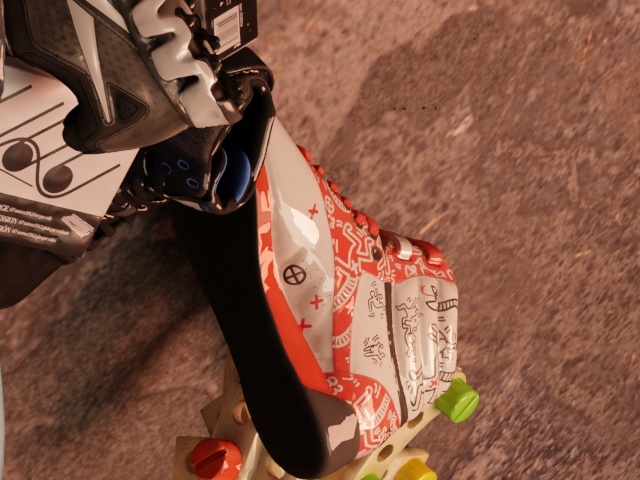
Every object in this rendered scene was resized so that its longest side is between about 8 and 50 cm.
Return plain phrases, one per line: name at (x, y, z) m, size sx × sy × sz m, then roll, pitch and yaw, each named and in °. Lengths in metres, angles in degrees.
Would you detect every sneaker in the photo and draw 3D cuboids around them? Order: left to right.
sneaker at (-0.131, -0.139, 0.913) m, size 0.106 × 0.078 × 0.234 m, roll -25°, pitch 108°, yaw 5°
sneaker at (-0.112, -0.028, 1.085) m, size 0.217 × 0.121 × 0.079 m, roll -53°, pitch 149°, yaw 5°
sneaker at (-0.001, 0.001, 1.204) m, size 0.145 × 0.090 × 0.270 m, roll -25°, pitch 102°, yaw -40°

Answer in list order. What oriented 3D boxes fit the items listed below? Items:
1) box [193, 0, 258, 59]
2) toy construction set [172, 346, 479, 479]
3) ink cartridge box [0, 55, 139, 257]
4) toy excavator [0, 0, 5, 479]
box at (-0.082, -0.196, 0.948) m, size 0.036 × 0.114 × 0.207 m, roll -34°, pitch 146°, yaw -26°
toy construction set at (-0.003, 0.111, 1.374) m, size 0.215 × 0.151 × 0.328 m, roll -56°, pitch 160°, yaw 11°
ink cartridge box at (-0.192, -0.059, 0.973) m, size 0.207 × 0.046 × 0.097 m, roll 15°, pitch 113°, yaw -40°
toy excavator at (-0.216, 0.130, 0.755) m, size 0.222 × 0.445 × 0.433 m, roll -5°, pitch 129°, yaw -24°
